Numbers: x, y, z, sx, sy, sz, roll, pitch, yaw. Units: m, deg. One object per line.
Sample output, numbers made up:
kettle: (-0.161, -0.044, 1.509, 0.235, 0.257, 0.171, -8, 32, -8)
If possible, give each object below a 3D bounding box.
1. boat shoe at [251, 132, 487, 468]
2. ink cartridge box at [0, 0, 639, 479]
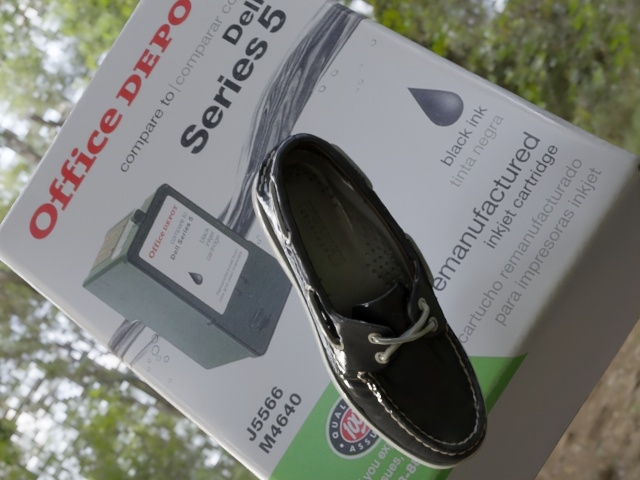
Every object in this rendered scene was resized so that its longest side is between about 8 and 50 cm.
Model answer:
boat shoe: (0.019, 0.020, 0.428, 0.046, 0.125, 0.038, -26, -7, -14)
ink cartridge box: (0.000, 0.000, 0.609, 0.198, 0.273, 0.115, -58, -31, 1)
